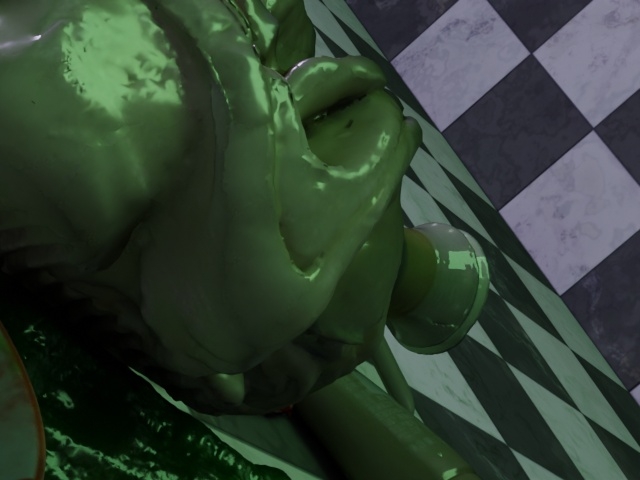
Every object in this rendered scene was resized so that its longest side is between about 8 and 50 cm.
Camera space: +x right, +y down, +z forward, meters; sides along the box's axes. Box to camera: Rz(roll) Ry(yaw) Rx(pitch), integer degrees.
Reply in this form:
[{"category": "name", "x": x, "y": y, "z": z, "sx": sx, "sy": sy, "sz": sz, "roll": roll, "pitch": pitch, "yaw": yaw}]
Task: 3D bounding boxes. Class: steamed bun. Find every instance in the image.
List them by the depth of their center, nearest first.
[{"category": "steamed bun", "x": -0.088, "y": -0.061, "z": 0.943, "sx": 0.352, "sy": 0.247, "sz": 0.339, "roll": 38, "pitch": -14, "yaw": 0}]

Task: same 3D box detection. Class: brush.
[{"category": "brush", "x": 0.036, "y": 0.070, "z": 1.523, "sx": 0.299, "sy": 0.039, "sz": 0.042, "roll": 65, "pitch": -5, "yaw": -36}]

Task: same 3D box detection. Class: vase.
[{"category": "vase", "x": 0.000, "y": 0.000, "z": 1.342, "sx": 0.321, "sy": 0.173, "sz": 0.173, "roll": 21, "pitch": 29, "yaw": -46}]

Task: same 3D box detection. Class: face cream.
[{"category": "face cream", "x": 0.025, "y": 0.144, "z": 1.348, "sx": 0.341, "sy": 0.084, "sz": 0.137, "roll": 45, "pitch": 9, "yaw": 30}]

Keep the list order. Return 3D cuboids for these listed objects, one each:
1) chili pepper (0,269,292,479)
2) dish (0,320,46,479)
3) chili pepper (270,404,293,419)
[{"category": "chili pepper", "x": -0.101, "y": 0.130, "z": 0.880, "sx": 0.270, "sy": 0.099, "sz": 0.136, "roll": 40, "pitch": 5, "yaw": -19}, {"category": "dish", "x": -0.241, "y": 0.046, "z": 0.690, "sx": 0.260, "sy": 0.085, "sz": 0.260, "roll": 44, "pitch": 15, "yaw": -15}, {"category": "chili pepper", "x": -0.077, "y": 0.088, "z": 1.206, "sx": 0.059, "sy": 0.050, "sz": 0.268, "roll": 50, "pitch": 9, "yaw": 35}]
